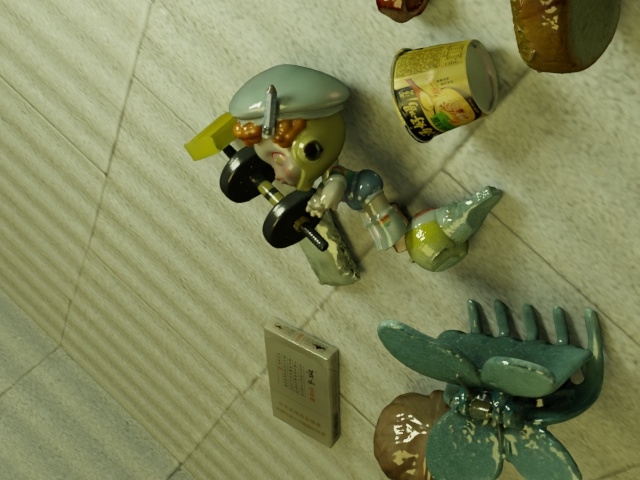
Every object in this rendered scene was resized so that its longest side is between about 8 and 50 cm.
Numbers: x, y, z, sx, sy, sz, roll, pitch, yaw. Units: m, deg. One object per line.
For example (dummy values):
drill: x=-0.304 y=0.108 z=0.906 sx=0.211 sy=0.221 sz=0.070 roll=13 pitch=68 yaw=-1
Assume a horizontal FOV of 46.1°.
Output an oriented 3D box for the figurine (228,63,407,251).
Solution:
figurine: x=0.013 y=-0.150 z=1.345 sx=0.382 sy=0.205 sz=0.224 roll=49 pitch=173 yaw=-19

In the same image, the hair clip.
hair clip: x=0.331 y=0.247 z=1.354 sx=0.318 sy=0.238 sz=0.392 roll=0 pitch=121 yaw=42

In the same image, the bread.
bread: x=0.299 y=-0.312 z=0.898 sx=0.069 sy=0.236 sz=0.236 roll=14 pitch=132 yaw=34

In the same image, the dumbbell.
dumbbell: x=-0.094 y=-0.090 z=1.493 sx=0.325 sy=0.143 sz=0.143 roll=46 pitch=145 yaw=24

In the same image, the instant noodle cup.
instant noodle cup: x=0.193 y=-0.235 z=1.146 sx=0.122 sy=0.151 sz=0.152 roll=-10 pitch=117 yaw=34

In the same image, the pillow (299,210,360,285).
pillow: x=0.000 y=0.000 z=1.597 sx=0.128 sy=0.051 sz=0.229 roll=-6 pitch=117 yaw=43

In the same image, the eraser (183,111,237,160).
eraser: x=-0.206 y=-0.218 z=1.535 sx=0.097 sy=0.122 sz=0.045 roll=-8 pitch=121 yaw=47

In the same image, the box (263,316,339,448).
box: x=-0.046 y=0.378 z=1.975 sx=0.204 sy=0.051 sz=0.365 roll=23 pitch=137 yaw=27

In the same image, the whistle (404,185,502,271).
whistle: x=0.226 y=-0.030 z=1.326 sx=0.123 sy=0.123 sz=0.223 roll=44 pitch=127 yaw=2

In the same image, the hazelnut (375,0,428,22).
hazelnut: x=0.124 y=-0.371 z=1.136 sx=0.086 sy=0.086 sz=0.086 roll=25 pitch=137 yaw=25

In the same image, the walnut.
walnut: x=0.240 y=0.439 z=1.609 sx=0.273 sy=0.227 sz=0.273 roll=38 pitch=167 yaw=11

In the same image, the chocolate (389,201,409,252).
chocolate: x=0.149 y=-0.029 z=1.449 sx=0.064 sy=0.031 sz=0.101 roll=-32 pitch=104 yaw=34
